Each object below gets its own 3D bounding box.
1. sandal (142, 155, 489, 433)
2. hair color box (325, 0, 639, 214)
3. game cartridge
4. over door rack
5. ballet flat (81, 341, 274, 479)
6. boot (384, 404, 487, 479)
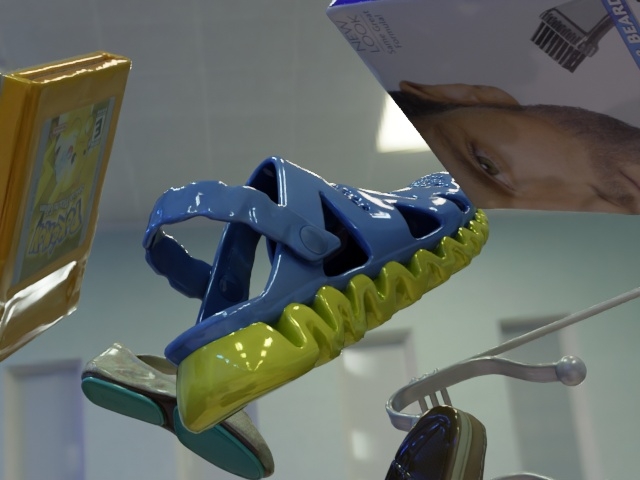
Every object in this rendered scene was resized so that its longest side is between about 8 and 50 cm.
[{"bbox_3d":[0.000,0.000,0.874,0.126,0.138,0.317,-34,-4,36],"label":"sandal"},{"bbox_3d":[0.185,-0.106,0.722,0.338,0.110,0.185,6,-36,50],"label":"hair color box"},{"bbox_3d":[-0.304,-0.039,1.482,0.052,0.324,0.285,15,16,8],"label":"game cartridge"},{"bbox_3d":[0.232,0.154,1.027,0.324,0.240,0.108,-27,25,-15],"label":"over door rack"},{"bbox_3d":[-0.097,0.116,0.967,0.168,0.052,0.057,23,-41,20],"label":"ballet flat"},{"bbox_3d":[0.117,0.215,0.847,0.165,0.213,0.077,10,2,-21],"label":"boot"}]
